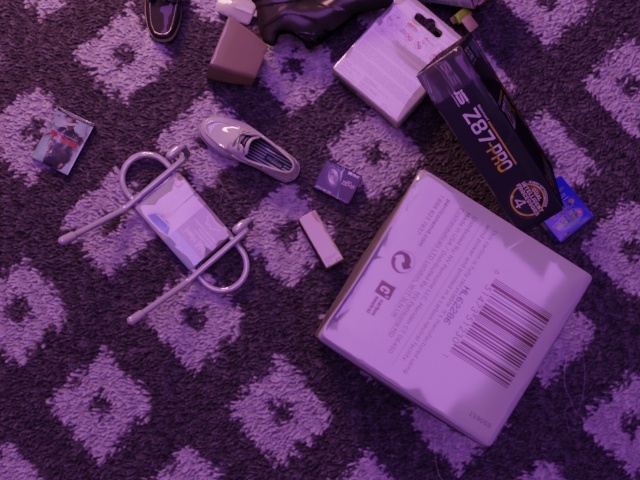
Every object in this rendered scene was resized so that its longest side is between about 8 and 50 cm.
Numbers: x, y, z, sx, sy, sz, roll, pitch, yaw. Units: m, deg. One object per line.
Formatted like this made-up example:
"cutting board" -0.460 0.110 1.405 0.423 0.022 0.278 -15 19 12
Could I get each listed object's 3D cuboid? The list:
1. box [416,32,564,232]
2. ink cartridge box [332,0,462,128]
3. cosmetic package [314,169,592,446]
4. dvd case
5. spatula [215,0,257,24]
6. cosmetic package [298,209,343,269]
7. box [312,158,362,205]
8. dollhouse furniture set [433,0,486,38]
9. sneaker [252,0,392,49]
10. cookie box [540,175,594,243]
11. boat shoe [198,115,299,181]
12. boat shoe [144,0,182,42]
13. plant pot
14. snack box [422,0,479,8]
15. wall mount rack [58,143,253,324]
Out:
"box" 0.310 -0.210 1.500 0.097 0.395 0.318 -33 96 20
"ink cartridge box" 0.164 -0.373 1.708 0.181 0.056 0.224 41 86 5
"cosmetic package" 0.208 0.124 1.479 0.327 0.393 0.329 32 83 3
"dvd case" -0.527 -0.203 1.698 0.087 0.013 0.119 27 82 2
"spatula" -0.084 -0.518 1.746 0.242 0.019 0.168 19 81 -2
"cosmetic package" 0.000 0.000 1.660 0.041 0.060 0.115 -29 86 -6
"box" 0.035 -0.119 1.695 0.083 0.018 0.067 27 84 3
"dollhouse furniture set" 0.312 -0.460 1.720 0.152 0.076 0.058 -40 98 -4
"sneaker" 0.006 -0.461 1.693 0.286 0.109 0.130 -5 92 7
"cookie box" 0.484 -0.063 1.685 0.092 0.040 0.107 -37 85 -5
"boat shoe" -0.143 -0.195 1.672 0.226 0.076 0.083 24 83 2
"boat shoe" -0.327 -0.526 1.711 0.080 0.073 0.223 4 83 0
"plant pot" -0.167 -0.374 1.685 0.096 0.109 0.109 21 83 -11
"snack box" 0.274 -0.533 1.702 0.141 0.037 0.100 20 69 33
"wall mount rack" -0.313 -0.012 1.620 0.304 0.130 0.350 -41 85 -5
